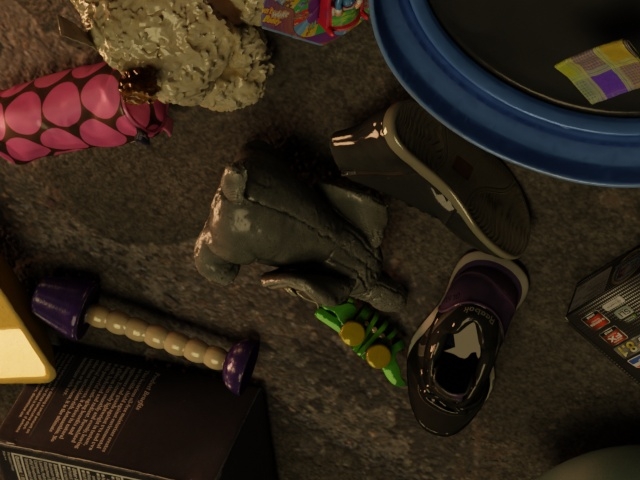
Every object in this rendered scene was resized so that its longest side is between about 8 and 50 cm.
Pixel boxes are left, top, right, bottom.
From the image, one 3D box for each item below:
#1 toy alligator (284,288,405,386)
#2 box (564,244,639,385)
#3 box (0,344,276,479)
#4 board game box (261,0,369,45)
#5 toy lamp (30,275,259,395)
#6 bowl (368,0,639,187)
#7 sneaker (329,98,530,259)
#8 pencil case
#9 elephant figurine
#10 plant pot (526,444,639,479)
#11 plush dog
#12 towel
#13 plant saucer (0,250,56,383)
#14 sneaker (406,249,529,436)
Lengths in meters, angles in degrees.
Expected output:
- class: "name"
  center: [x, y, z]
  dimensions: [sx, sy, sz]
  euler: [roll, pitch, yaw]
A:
- class: "toy alligator"
  center: [0.037, 0.090, 2.162]
  dimensions: [0.190, 0.056, 0.051]
  euler: [42, 90, -6]
- class: "box"
  center: [0.421, 0.075, 1.954]
  dimensions: [0.216, 0.060, 0.270]
  euler: [41, 135, -14]
- class: "box"
  center: [-0.218, 0.313, 2.390]
  dimensions: [0.294, 0.182, 0.296]
  euler: [11, 136, 17]
- class: "board game box"
  center: [0.022, -0.231, 1.783]
  dimensions: [0.133, 0.169, 0.033]
  euler: [-50, 61, 19]
- class: "toy lamp"
  center: [-0.213, 0.108, 2.273]
  dimensions: [0.275, 0.080, 0.080]
  euler: [17, 136, 8]
- class: "bowl"
  center: [0.238, -0.202, 1.725]
  dimensions: [0.391, 0.077, 0.391]
  euler: [16, 146, 11]
- class: "sneaker"
  center: [0.117, -0.059, 1.973]
  dimensions: [0.222, 0.083, 0.118]
  euler: [44, 149, -22]
- class: "pencil case"
  center: [-0.264, -0.135, 2.063]
  dimensions: [0.209, 0.095, 0.098]
  euler: [-6, 148, 33]
- class: "elephant figurine"
  center: [0.000, 0.000, 2.021]
  dimensions: [0.239, 0.186, 0.169]
  euler: [26, 120, -1]
- class: "plant pot"
  center: [0.378, 0.341, 2.097]
  dimensions: [0.196, 0.293, 0.293]
  euler: [-37, 111, 14]
- class: "plush dog"
  center: [-0.110, -0.245, 1.835]
  dimensions: [0.262, 0.210, 0.225]
  euler: [40, 108, -17]
- class: "towel"
  center: [0.258, -0.151, 1.706]
  dimensions: [0.083, 0.009, 0.060]
  euler: [-15, 132, 43]
- class: "plant saucer"
  center: [-0.505, 0.034, 2.330]
  dimensions: [0.333, 0.081, 0.332]
  euler: [-4, 128, 32]
- class: "sneaker"
  center: [0.141, 0.142, 2.102]
  dimensions: [0.107, 0.124, 0.283]
  euler: [21, 136, 7]
